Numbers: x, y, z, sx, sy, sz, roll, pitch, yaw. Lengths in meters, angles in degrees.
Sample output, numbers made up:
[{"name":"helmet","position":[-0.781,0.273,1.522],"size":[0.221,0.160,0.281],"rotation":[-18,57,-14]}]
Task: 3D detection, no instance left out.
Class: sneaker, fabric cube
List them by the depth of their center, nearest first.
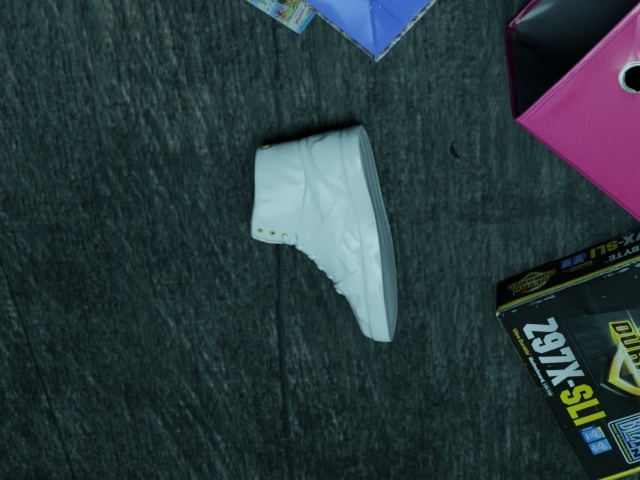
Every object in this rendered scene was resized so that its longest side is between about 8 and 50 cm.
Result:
[{"name":"fabric cube","position":[0.385,-0.194,1.765],"size":[0.258,0.259,0.254],"rotation":[37,118,-17]},{"name":"sneaker","position":[0.000,0.000,2.029],"size":[0.169,0.108,0.292],"rotation":[-7,111,13]}]

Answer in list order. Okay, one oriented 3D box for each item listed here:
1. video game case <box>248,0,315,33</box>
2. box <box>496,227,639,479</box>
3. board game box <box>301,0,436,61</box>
[{"name":"video game case","position":[-0.061,-0.333,1.872],"size":[0.166,0.015,0.119],"rotation":[31,119,-13]},{"name":"box","position":[0.411,0.151,2.088],"size":[0.257,0.079,0.322],"rotation":[-21,118,20]},{"name":"board game box","position":[0.026,-0.363,1.679],"size":[0.232,0.291,0.141],"rotation":[37,118,-17]}]
